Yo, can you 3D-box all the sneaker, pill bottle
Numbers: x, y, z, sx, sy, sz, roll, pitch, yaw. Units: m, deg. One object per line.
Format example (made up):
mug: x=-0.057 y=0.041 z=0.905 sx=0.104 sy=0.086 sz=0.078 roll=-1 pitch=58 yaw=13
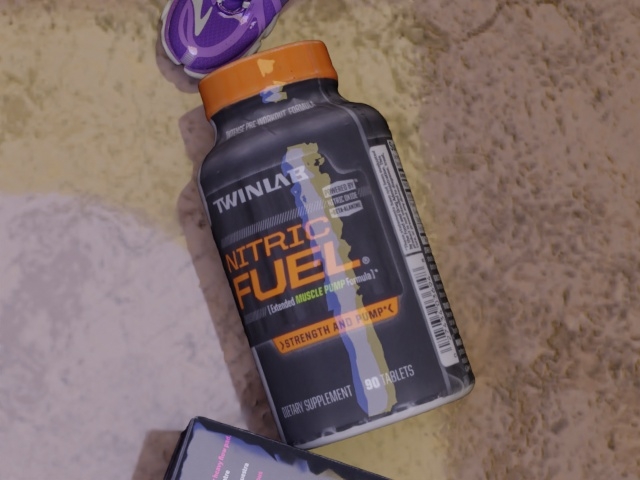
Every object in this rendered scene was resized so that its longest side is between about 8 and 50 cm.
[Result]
sneaker: x=-0.039 y=-0.179 z=1.260 sx=0.068 sy=0.071 sz=0.170 roll=43 pitch=79 yaw=-2
pill bottle: x=0.000 y=0.000 z=1.215 sx=0.130 sy=0.130 sz=0.246 roll=-18 pitch=86 yaw=-12

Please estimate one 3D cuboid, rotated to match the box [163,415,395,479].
box: x=-0.058 y=0.245 z=1.157 sx=0.142 sy=0.163 sz=0.247 roll=20 pitch=80 yaw=-3
